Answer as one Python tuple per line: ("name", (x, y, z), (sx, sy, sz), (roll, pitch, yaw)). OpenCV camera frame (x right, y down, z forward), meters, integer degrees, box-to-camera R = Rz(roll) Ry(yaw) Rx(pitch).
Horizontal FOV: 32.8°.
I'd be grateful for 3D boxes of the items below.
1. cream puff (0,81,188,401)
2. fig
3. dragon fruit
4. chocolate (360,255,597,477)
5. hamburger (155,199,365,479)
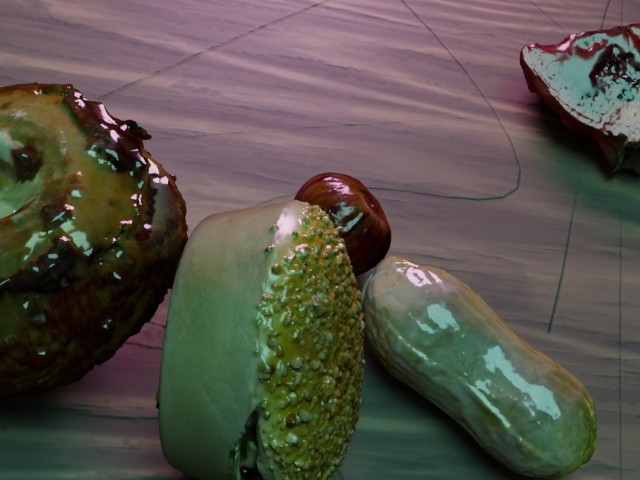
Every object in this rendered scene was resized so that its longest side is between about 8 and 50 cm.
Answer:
("cream puff", (-0.289, 0.006, 1.058), (0.350, 0.228, 0.350), (-5, 51, 7))
("fig", (0.014, -0.005, 1.231), (0.128, 0.128, 0.150), (29, 74, 2))
("dragon fruit", (0.401, -0.184, 1.469), (0.262, 0.134, 0.211), (-8, 72, -4))
("chocolate", (0.165, 0.139, 1.178), (0.309, 0.134, 0.134), (42, 56, 10))
("hamburger", (-0.044, 0.106, 1.042), (0.170, 0.302, 0.302), (7, 55, 8))
